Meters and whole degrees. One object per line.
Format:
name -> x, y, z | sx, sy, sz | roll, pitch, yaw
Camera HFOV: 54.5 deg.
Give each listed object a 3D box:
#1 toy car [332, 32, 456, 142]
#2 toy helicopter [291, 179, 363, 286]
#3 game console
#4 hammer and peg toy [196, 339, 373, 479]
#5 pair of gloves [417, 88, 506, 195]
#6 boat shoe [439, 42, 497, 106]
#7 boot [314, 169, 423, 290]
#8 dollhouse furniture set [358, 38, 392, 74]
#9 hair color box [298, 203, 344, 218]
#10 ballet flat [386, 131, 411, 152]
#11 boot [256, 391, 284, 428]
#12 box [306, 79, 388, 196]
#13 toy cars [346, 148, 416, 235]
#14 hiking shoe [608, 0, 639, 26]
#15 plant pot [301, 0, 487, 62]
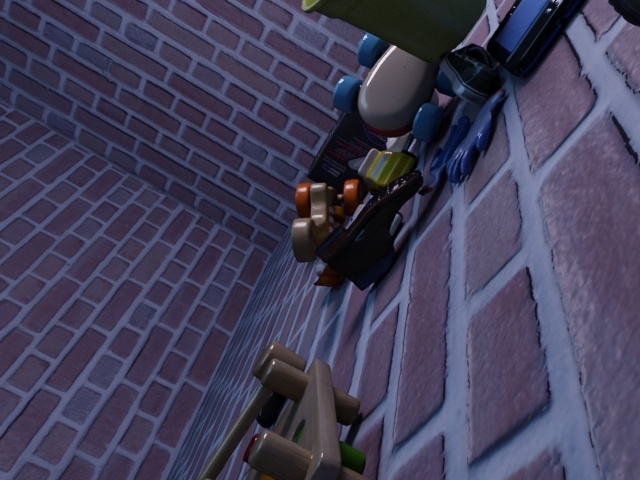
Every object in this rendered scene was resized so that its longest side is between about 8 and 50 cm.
toy car -> 0.179, -0.282, 1.306 | 0.210, 0.219, 0.238 | -62, -22, -9
toy helicopter -> 0.000, 0.000, 1.274 | 0.355, 0.140, 0.235 | -30, -63, -75
game console -> 0.289, -0.415, 0.933 | 0.250, 0.173, 0.293 | -57, 7, 24
hammer and peg toy -> -0.056, 0.277, 0.734 | 0.266, 0.127, 0.361 | -61, 7, 7
pair of gloves -> 0.216, -0.144, 0.964 | 0.159, 0.023, 0.198 | -60, 7, -16
boat shoe -> 0.261, -0.295, 1.061 | 0.219, 0.077, 0.070 | -88, 24, -59
boot -> 0.104, -0.015, 1.019 | 0.219, 0.106, 0.082 | -40, 9, 18
dollhouse furniture set -> 0.223, -0.513, 1.923 | 0.212, 0.161, 0.242 | -74, -28, -65
hair color box -> 0.054, -0.165, 1.880 | 0.347, 0.105, 0.174 | -61, 6, -8
ballet flat -> 0.193, -0.269, 1.461 | 0.213, 0.068, 0.072 | -61, 7, -3
boot -> -0.077, 0.289, 1.195 | 0.099, 0.045, 0.121 | -52, 9, 31
box -> 0.104, -0.258, 1.647 | 0.270, 0.165, 0.143 | -56, 8, 27
toy cars -> 0.106, -0.088, 1.248 | 0.176, 0.087, 0.394 | -55, 8, 38
hiking shoe -> 0.338, -0.297, 0.546 | 0.114, 0.086, 0.227 | -8, 57, 64
plant pot -> 0.147, -0.456, 1.092 | 0.276, 0.254, 0.276 | -47, 26, 33
